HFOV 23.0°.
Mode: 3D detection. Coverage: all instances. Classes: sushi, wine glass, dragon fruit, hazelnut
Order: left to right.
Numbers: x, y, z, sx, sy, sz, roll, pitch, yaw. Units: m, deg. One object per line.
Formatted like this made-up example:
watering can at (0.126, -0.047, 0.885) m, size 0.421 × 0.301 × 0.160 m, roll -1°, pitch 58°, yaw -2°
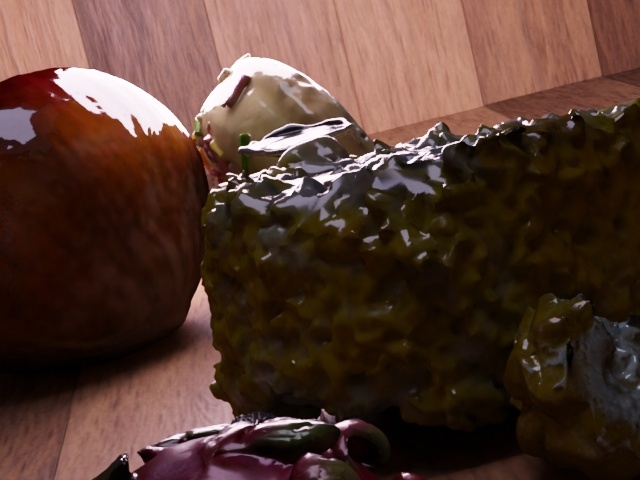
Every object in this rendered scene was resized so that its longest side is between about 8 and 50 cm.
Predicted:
hazelnut at (-0.310, -0.011, 1.844) m, size 0.359 × 0.359 × 0.409 m, roll -4°, pitch 10°, yaw 41°
dragon fruit at (-0.056, 0.192, 0.868) m, size 0.273 × 0.218 × 0.198 m, roll -10°, pitch -34°, yaw 43°
wine glass at (0.000, 0.000, 1.599) m, size 0.156 × 0.232 × 0.156 m, roll -13°, pitch 12°, yaw 3°
sushi at (0.092, 0.020, 1.361) m, size 0.397 × 0.240 × 0.351 m, roll -16°, pitch 9°, yaw -40°

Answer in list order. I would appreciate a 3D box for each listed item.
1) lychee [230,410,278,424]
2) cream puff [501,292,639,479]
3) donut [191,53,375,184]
lychee at (-0.049, 0.170, 1.252) m, size 0.068 × 0.083 × 0.067 m, roll 34°, pitch 67°, yaw 31°
cream puff at (0.196, 0.109, 1.127) m, size 0.156 × 0.121 × 0.156 m, roll 19°, pitch -6°, yaw 2°
donut at (-0.027, -0.078, 1.899) m, size 0.150 × 0.307 × 0.371 m, roll -38°, pitch 17°, yaw -9°
